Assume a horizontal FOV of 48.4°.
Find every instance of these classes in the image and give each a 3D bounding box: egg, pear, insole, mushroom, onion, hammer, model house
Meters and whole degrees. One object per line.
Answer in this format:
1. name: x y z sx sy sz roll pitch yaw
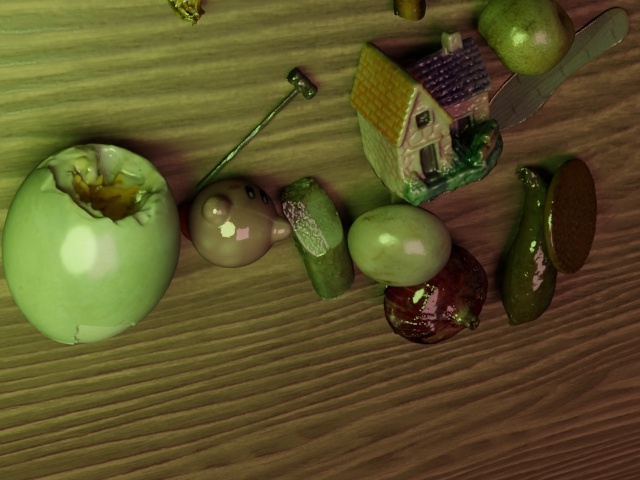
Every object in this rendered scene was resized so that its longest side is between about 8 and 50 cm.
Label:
1. egg: -0.376 0.022 1.178 0.278 0.278 0.336 3 129 -24
2. pear: 0.368 -0.372 1.267 0.137 0.167 0.167 -34 133 27
3. insole: 0.469 -0.338 1.428 0.348 0.009 0.119 -37 130 8
4. mushroom: 0.161 -0.021 1.429 0.207 0.215 0.207 7 154 4
5. onion: 0.264 0.131 1.568 0.252 0.219 0.252 -18 130 -23
6. hammer: -0.127 -0.191 1.286 0.292 0.029 0.058 -42 128 14
7. model house: 0.195 -0.234 1.266 0.237 0.202 0.237 -23 132 -5

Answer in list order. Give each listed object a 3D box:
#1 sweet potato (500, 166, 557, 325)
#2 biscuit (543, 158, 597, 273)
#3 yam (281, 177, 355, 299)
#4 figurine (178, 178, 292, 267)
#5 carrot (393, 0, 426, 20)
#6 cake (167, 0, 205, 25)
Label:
1. sweet potato: 0.493 0.022 1.647 0.131 0.130 0.422 -10 121 -15
2. biscuit: 0.552 -0.053 1.577 0.262 0.037 0.261 -5 96 -49
3. yam: 0.000 0.000 1.437 0.106 0.106 0.259 -24 133 -4
4. figurine: -0.158 -0.032 1.299 0.173 0.173 0.173 -11 129 -14
5. carrot: 0.134 -0.480 1.145 0.070 0.070 0.260 -21 133 -6
6. cake: -0.229 -0.410 1.066 0.080 0.116 0.185 -44 98 7
